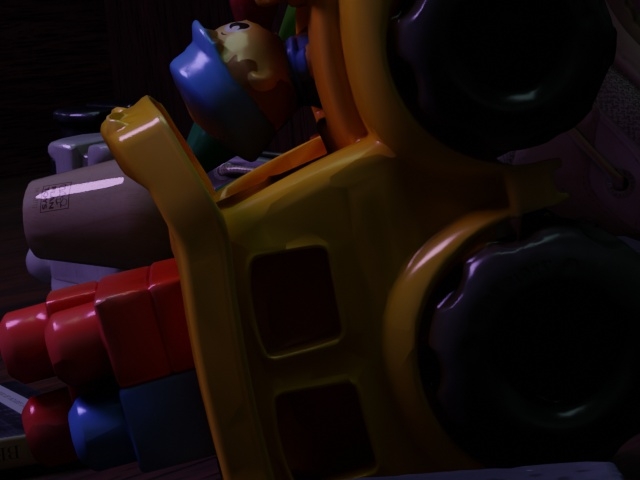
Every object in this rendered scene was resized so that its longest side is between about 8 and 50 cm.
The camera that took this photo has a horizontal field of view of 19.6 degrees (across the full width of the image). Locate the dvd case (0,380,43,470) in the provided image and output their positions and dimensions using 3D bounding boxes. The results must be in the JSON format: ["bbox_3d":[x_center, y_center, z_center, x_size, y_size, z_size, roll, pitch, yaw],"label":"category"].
[{"bbox_3d":[-0.223,0.094,0.810,0.221,0.018,0.164,-9,5,-21],"label":"dvd case"}]

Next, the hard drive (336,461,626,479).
[{"bbox_3d":[-0.049,0.097,0.407,0.255,0.054,0.172,-6,5,1],"label":"hard drive"}]

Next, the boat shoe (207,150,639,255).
[{"bbox_3d":[0.078,-0.021,1.106,0.355,0.130,0.132,-5,6,5],"label":"boat shoe"}]

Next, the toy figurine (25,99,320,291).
[{"bbox_3d":[-0.036,0.009,0.905,0.213,0.148,0.209,-4,11,-6],"label":"toy figurine"}]

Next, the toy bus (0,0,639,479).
[{"bbox_3d":[-0.007,-0.004,0.613,0.211,0.220,0.149,-12,7,-2],"label":"toy bus"}]

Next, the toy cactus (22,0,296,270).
[{"bbox_3d":[-0.034,-0.013,0.747,0.181,0.219,0.112,-4,-13,13],"label":"toy cactus"}]

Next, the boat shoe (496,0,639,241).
[{"bbox_3d":[0.117,-0.053,0.829,0.098,0.302,0.109,-38,14,6],"label":"boat shoe"}]
